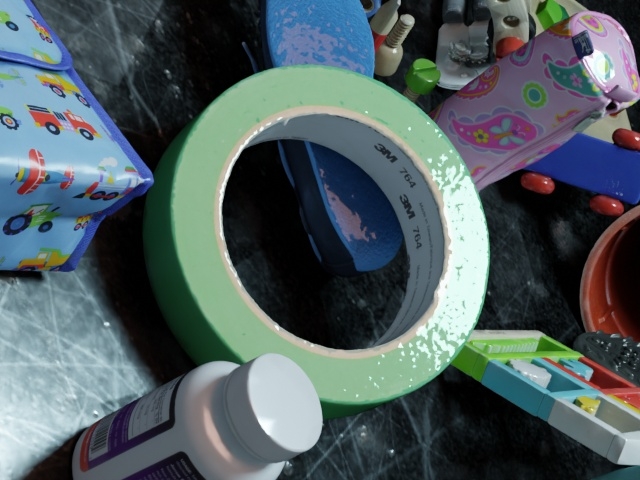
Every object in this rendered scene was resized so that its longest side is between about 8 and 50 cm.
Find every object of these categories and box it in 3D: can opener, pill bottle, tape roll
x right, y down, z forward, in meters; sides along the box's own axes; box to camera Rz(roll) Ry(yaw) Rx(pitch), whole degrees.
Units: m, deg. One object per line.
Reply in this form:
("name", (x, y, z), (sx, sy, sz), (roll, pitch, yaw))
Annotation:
("can opener", (0.187, -0.276, 2.048), (0.093, 0.074, 0.280), (74, 18, -50))
("pill bottle", (-0.094, 0.158, 1.271), (0.108, 0.193, 0.108), (30, 46, -36))
("tape roll", (0.000, 0.000, 1.495), (0.321, 0.077, 0.321), (8, 70, -23))

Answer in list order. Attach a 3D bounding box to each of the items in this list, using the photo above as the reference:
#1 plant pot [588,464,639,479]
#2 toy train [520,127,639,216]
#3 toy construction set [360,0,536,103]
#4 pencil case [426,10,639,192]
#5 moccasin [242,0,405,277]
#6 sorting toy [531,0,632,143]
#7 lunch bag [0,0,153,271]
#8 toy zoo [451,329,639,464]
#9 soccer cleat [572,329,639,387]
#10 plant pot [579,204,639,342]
("plant pot", (0.295, 0.329, 1.583), (0.165, 0.234, 0.165), (49, 57, -16))
("toy train", (0.275, -0.112, 2.005), (0.248, 0.105, 0.143), (18, 5, 4))
("toy construction set", (0.154, -0.315, 1.832), (0.257, 0.237, 0.309), (37, 47, 3))
("pencil case", (0.220, -0.139, 1.789), (0.124, 0.284, 0.124), (26, 48, -34))
("moccasin", (-0.015, -0.126, 1.642), (0.138, 0.117, 0.341), (-1, 74, -25))
("sorting toy", (0.321, -0.263, 2.212), (0.307, 0.041, 0.229), (26, 47, -39))
("lunch bag", (-0.302, -0.129, 1.303), (0.221, 0.138, 0.293), (4, 51, -49))
("toy zoo", (0.284, 0.169, 1.709), (0.293, 0.030, 0.192), (30, 17, 37))
("soccer cleat", (0.423, 0.224, 1.920), (0.318, 0.116, 0.108), (31, 31, 7))
("plant pot", (0.485, 0.039, 2.038), (0.272, 0.272, 0.265), (58, 27, -4))
